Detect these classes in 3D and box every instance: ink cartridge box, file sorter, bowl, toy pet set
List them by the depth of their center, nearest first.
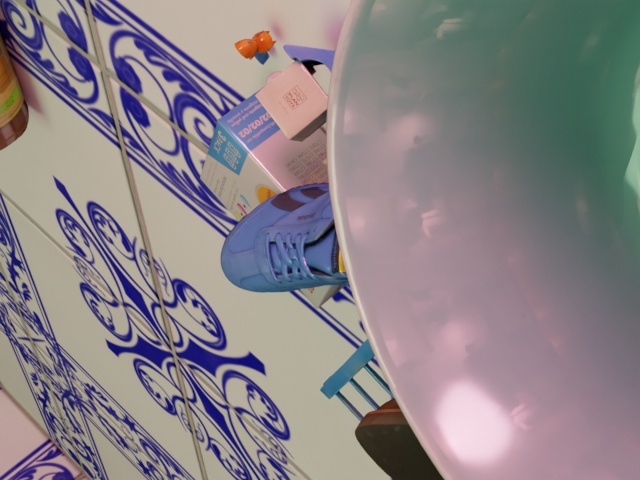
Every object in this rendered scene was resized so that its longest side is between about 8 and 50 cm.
[{"bbox_3d":[0.155,-0.005,0.533,0.311,0.163,0.312,36,136,44],"label":"bowl"},{"bbox_3d":[0.092,0.080,0.879,0.104,0.118,0.170,47,156,5],"label":"file sorter"},{"bbox_3d":[-0.001,-0.109,0.881,0.122,0.065,0.114,52,-168,6],"label":"toy pet set"},{"bbox_3d":[-0.006,-0.020,0.983,0.181,0.061,0.104,47,156,9],"label":"ink cartridge box"}]

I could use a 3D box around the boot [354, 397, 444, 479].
[{"bbox_3d":[0.158,0.101,0.710,0.305,0.115,0.112,-5,137,39],"label":"boot"}]

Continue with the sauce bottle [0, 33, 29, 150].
[{"bbox_3d":[-0.400,-0.239,1.326,0.111,0.111,0.344,34,153,35],"label":"sauce bottle"}]

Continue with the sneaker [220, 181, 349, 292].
[{"bbox_3d":[0.000,0.000,0.874,0.209,0.082,0.069,-14,101,36],"label":"sneaker"}]
